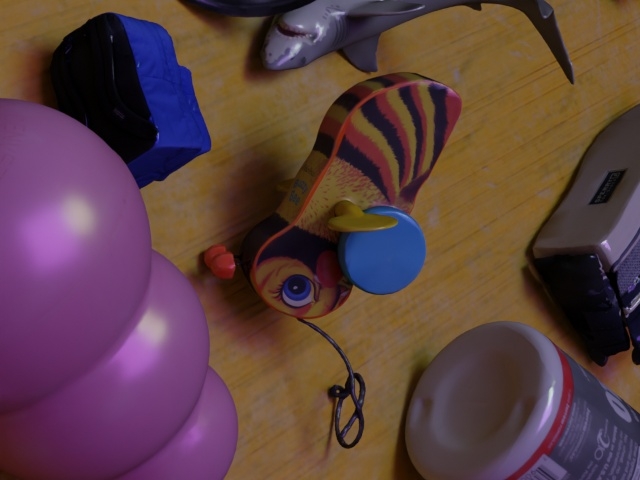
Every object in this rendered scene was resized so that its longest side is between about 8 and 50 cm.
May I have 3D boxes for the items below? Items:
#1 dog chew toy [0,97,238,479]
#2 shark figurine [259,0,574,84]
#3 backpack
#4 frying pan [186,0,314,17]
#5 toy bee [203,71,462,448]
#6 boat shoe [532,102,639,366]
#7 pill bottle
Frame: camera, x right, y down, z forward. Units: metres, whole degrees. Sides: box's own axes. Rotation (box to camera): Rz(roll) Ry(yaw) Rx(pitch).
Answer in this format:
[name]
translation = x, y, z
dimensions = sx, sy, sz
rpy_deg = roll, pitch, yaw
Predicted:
[dog chew toy]
translation = -0.169, 0.066, 1.175
dimensions = 0.332, 0.206, 0.206
rpy_deg = 55, 43, -34
[shark figurine]
translation = 0.076, -0.190, 1.585
dimensions = 0.166, 0.278, 0.116
rpy_deg = -104, -168, -48
[backpack]
translation = -0.144, -0.103, 1.331
dimensions = 0.101, 0.098, 0.120
rpy_deg = 2, 64, -58
[frying pan]
translation = -0.119, -0.274, 1.417
dimensions = 0.053, 0.326, 0.197
rpy_deg = -94, -169, -53
[toy bee]
translation = 0.000, 0.000, 1.414
dimensions = 0.162, 0.195, 0.298
rpy_deg = 15, 77, -20
[boat shoe]
translation = 0.339, -0.015, 1.851
dimensions = 0.340, 0.127, 0.158
rpy_deg = -47, 120, -37
[pill bottle]
translation = 0.220, 0.204, 1.597
dimensions = 0.283, 0.161, 0.161
rpy_deg = 38, 52, -36
